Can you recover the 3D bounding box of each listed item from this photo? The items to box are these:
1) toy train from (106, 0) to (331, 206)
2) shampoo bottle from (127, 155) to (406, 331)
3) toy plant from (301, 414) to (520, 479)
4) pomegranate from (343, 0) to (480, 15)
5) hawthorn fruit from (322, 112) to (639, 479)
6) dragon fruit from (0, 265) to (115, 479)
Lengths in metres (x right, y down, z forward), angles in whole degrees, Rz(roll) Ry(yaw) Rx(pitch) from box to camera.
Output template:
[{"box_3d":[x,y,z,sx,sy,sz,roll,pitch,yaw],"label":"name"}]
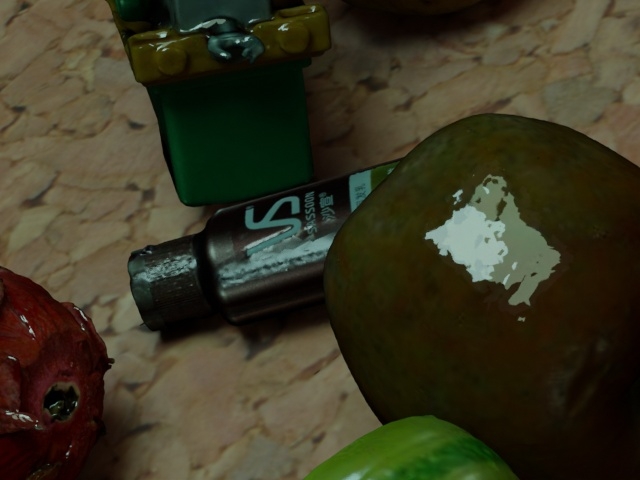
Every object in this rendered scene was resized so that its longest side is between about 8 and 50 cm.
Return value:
[{"box_3d":[-0.099,-0.192,1.696,0.178,0.249,0.429,-11,25,-7],"label":"toy train"},{"box_3d":[0.000,0.000,1.588,0.323,0.084,0.129,-15,41,11],"label":"shampoo bottle"},{"box_3d":[0.108,0.271,1.160,0.316,0.224,0.184,47,119,26],"label":"toy plant"},{"box_3d":[0.084,-0.318,1.765,0.248,0.248,0.248,-12,44,12],"label":"pomegranate"},{"box_3d":[0.159,0.061,1.344,0.268,0.267,0.301,-40,49,-16],"label":"hawthorn fruit"},{"box_3d":[-0.291,0.124,1.497,0.252,0.241,0.241,9,51,12],"label":"dragon fruit"}]
